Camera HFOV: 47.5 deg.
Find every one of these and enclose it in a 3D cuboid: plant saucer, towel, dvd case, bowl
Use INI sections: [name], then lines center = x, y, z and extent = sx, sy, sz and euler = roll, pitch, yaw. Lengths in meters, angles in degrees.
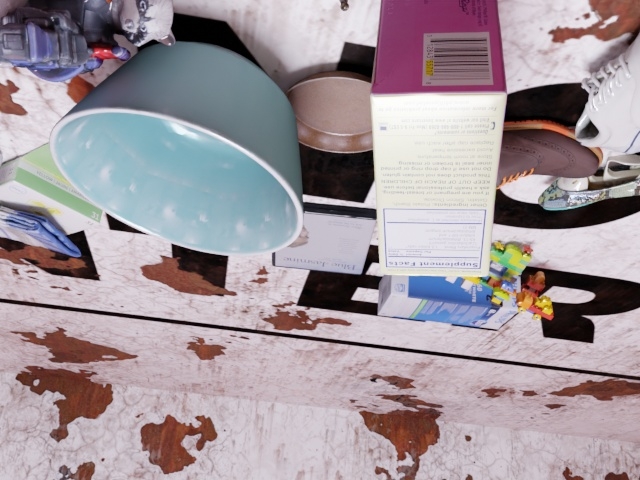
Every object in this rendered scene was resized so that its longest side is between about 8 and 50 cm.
[plant saucer]
center = 0.027, -0.171, 0.954
extent = 0.168, 0.029, 0.168
euler = 5, 155, 2
[towel]
center = -0.583, -0.032, 1.272
extent = 0.285, 0.034, 0.209
euler = 15, 165, 3
[dvd case]
center = 0.000, 0.000, 1.333
extent = 0.180, 0.022, 0.253
euler = 5, 155, -1
[bowl]
center = -0.150, -0.124, 0.897
extent = 0.311, 0.163, 0.311
euler = 13, 154, 7

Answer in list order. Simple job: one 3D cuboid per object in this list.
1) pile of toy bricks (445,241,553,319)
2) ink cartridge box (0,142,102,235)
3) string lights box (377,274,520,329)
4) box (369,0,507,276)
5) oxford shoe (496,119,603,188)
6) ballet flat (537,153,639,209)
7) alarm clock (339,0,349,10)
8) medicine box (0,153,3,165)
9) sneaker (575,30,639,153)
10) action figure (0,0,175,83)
[pile of toy bricks]
center = 0.339, 0.049, 1.310
extent = 0.212, 0.118, 0.105
euler = 25, 124, -5
[ink cartridge box]
center = -0.426, -0.082, 1.200
extent = 0.235, 0.056, 0.171
euler = -12, 150, 36
[string lights box]
center = 0.255, 0.113, 1.463
extent = 0.259, 0.077, 0.133
euler = 7, 155, -5
[box]
center = 0.121, -0.119, 0.761
extent = 0.117, 0.214, 0.243
euler = 1, 137, 8
[oxford shoe]
center = 0.248, -0.104, 0.972
extent = 0.271, 0.098, 0.097
euler = 8, 155, -6
[ballet flat]
center = 0.401, -0.091, 1.036
extent = 0.188, 0.070, 0.070
euler = -10, 151, 25
[alarm clock]
center = -0.025, -0.287, 0.617
extent = 0.192, 0.129, 0.064
euler = 46, 144, -14
[medicine box]
center = -0.648, -0.039, 1.049
extent = 0.263, 0.289, 0.149
euler = 1, 155, 8
[sneaker]
center = 0.346, -0.170, 0.821
extent = 0.091, 0.094, 0.258
euler = -4, 155, 8
[action figure]
center = -0.293, -0.245, 0.669
extent = 0.330, 0.179, 0.341
euler = 7, -170, -20
